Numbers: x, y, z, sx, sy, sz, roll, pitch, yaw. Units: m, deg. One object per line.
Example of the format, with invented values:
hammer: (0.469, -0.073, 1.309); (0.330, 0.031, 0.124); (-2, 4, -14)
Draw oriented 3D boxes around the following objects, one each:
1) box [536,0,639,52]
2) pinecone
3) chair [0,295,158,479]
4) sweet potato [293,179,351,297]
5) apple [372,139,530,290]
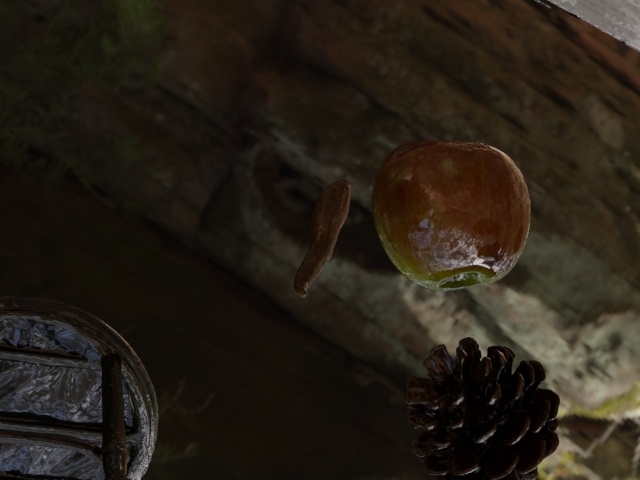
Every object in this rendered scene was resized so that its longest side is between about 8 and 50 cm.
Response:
box: (0.293, -0.307, 1.197); (0.203, 0.106, 0.251); (22, -146, -20)
pinecone: (0.194, 0.216, 1.455); (0.208, 0.207, 0.207); (31, -166, -9)
chair: (-0.346, 0.273, 1.179); (0.365, 0.361, 0.410); (5, -159, -2)
sweet potato: (0.000, 0.000, 1.682); (0.050, 0.050, 0.214); (30, -122, -15)
apple: (0.160, -0.030, 1.419); (0.196, 0.196, 0.196); (31, -166, -9)
